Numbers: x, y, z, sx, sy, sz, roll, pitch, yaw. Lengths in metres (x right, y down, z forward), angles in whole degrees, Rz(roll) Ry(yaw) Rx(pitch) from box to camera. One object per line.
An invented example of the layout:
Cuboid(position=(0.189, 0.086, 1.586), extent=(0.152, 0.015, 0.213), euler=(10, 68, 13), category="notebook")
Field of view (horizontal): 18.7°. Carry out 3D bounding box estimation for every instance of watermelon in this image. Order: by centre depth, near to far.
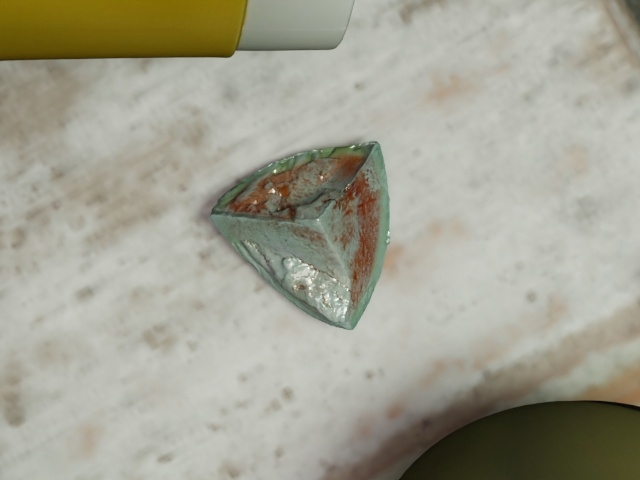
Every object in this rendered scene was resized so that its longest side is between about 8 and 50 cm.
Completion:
Cuboid(position=(0.000, 0.000, 0.857), extent=(0.085, 0.061, 0.085), euler=(0, 88, 3), category="watermelon")

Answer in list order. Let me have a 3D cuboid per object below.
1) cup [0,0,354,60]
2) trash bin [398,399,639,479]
Cuboid(position=(-0.096, -0.182, 0.794), extent=(0.226, 0.185, 0.241), euler=(5, 66, -7), category="cup")
Cuboid(position=(0.143, 0.218, 0.805), extent=(0.214, 0.214, 0.333), euler=(-29, 94, 3), category="trash bin")
